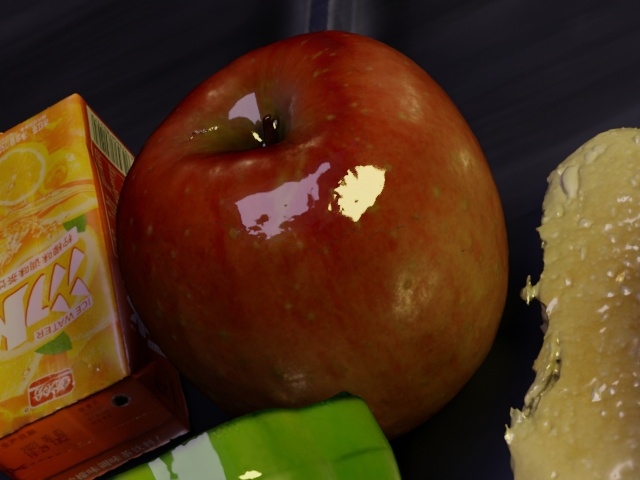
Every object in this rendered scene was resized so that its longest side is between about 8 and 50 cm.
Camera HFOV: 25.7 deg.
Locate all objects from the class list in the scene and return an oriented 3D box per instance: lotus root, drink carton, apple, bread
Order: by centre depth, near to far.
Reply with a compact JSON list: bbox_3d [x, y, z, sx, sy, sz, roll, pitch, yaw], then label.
[{"bbox_3d":[-0.022,0.177,0.557,0.186,0.186,0.186,-16,49,20],"label":"lotus root"},{"bbox_3d":[0.177,0.037,0.614,0.182,0.039,0.251,-7,53,27],"label":"bread"},{"bbox_3d":[0.000,0.000,0.660,0.181,0.168,0.181,-21,43,21],"label":"apple"},{"bbox_3d":[-0.146,0.027,0.795,0.096,0.071,0.223,-27,47,10],"label":"drink carton"}]
